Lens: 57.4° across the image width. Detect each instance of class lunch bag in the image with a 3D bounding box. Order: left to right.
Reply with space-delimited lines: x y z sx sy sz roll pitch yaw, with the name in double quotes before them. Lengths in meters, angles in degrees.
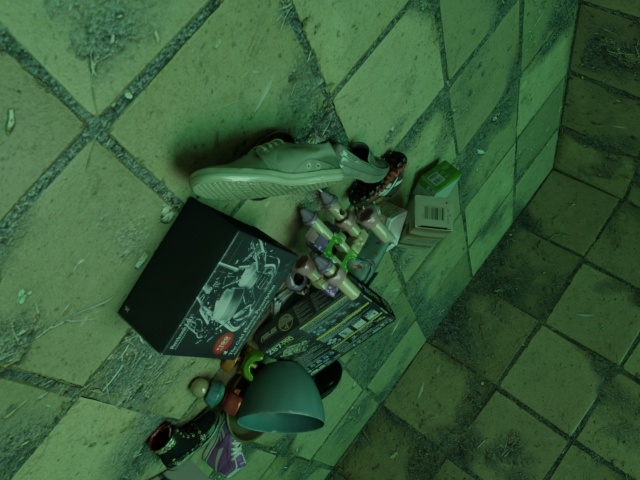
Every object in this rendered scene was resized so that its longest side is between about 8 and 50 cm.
"lunch bag" 0.124 0.103 2.116 0.223 0.160 0.262 -49 166 -54

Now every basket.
"basket" 0.242 -0.054 2.216 0.113 0.103 0.167 -28 142 -43

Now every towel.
"towel" -0.070 0.212 2.073 0.285 0.034 0.209 -33 146 -37

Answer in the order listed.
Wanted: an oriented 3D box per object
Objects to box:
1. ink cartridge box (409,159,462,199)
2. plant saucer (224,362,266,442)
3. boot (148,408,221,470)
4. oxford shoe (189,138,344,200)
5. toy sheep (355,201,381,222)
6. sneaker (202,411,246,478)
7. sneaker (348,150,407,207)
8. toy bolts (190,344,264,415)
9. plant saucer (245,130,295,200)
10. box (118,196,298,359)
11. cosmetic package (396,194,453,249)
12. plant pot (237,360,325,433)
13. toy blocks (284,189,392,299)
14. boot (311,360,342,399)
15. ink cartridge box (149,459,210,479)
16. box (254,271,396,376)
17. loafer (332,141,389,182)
"ink cartridge box" 0.453 -0.185 2.431 0.189 0.097 0.255 -33 159 -38
"plant saucer" -0.244 0.570 2.064 0.278 0.041 0.277 -11 104 -53
"boot" -0.429 0.614 1.867 0.236 0.085 0.178 -45 148 -21
"oxford shoe" -0.126 -0.177 1.409 0.449 0.169 0.130 -12 88 -44
"toy sheep" 0.166 -0.097 2.072 0.132 0.091 0.091 -31 144 -33
"sneaker" -0.305 0.724 2.103 0.102 0.161 0.282 -3 120 -56
"sneaker" 0.201 -0.186 2.015 0.276 0.098 0.135 -44 148 -26
"toy bolts" -0.307 0.414 1.853 0.228 0.158 0.218 -65 -167 -4
"plant saucer" -0.143 -0.198 1.518 0.198 0.036 0.198 -38 148 -30
"box" -0.271 0.112 1.486 0.343 0.179 0.312 -58 151 2
"cosmetic package" 0.391 -0.063 2.243 0.296 0.153 0.129 112 -18 -75
"plant pot" -0.129 0.524 1.982 0.290 0.290 0.195 70 18 -57
"toy blocks" 0.000 0.000 1.820 0.260 0.309 0.288 45 65 -29
"boot" -0.042 0.563 2.383 0.348 0.131 0.260 -40 148 -28
"ink cartridge box" -0.539 0.903 1.946 0.307 0.129 0.223 -13 130 -53
"box" 0.023 0.298 2.012 0.395 0.097 0.318 -37 140 14
"loafer" 0.126 -0.247 1.817 0.319 0.112 0.111 -8 135 -54
